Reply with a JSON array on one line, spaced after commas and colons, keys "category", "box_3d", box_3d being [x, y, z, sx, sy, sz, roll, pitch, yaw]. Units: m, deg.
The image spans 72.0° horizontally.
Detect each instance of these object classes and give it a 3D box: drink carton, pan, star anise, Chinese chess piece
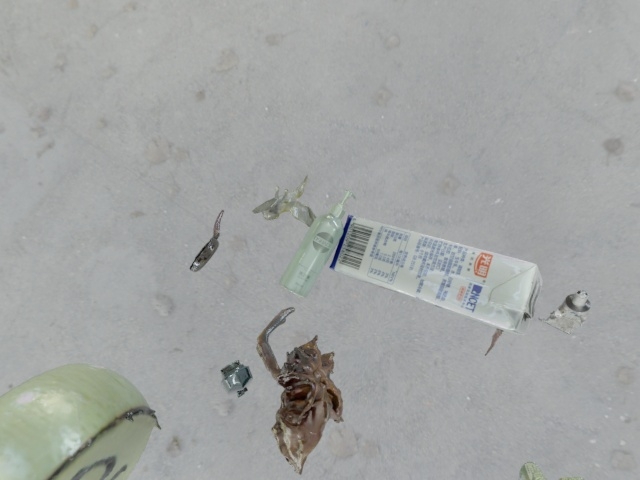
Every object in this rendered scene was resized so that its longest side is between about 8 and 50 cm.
[{"category": "drink carton", "box_3d": [0.185, 0.052, 0.724, 0.315, 0.131, 0.106, 17, 86, 33]}, {"category": "pan", "box_3d": [-0.311, 0.002, 1.260, 0.040, 0.115, 0.211, 33, 56, -20]}, {"category": "star anise", "box_3d": [-0.041, 0.281, 0.912, 0.148, 0.237, 0.346, -28, 51, 12]}, {"category": "Chinese chess piece", "box_3d": [-0.404, 0.354, 0.641, 0.147, 0.349, 0.349, 31, 83, 12]}]

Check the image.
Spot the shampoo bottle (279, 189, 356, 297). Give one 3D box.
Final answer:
[{"category": "shampoo bottle", "box_3d": [0.000, 0.000, 0.741, 0.056, 0.056, 0.195, 29, 91, 12]}]

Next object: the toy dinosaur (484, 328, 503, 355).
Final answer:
[{"category": "toy dinosaur", "box_3d": [0.424, 0.172, 1.006, 0.032, 0.108, 0.220, 30, 74, 6]}]

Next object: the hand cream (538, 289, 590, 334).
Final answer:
[{"category": "hand cream", "box_3d": [0.598, 0.182, 1.069, 0.084, 0.257, 0.050, 22, 70, 21]}]

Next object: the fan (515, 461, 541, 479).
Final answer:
[{"category": "fan", "box_3d": [0.488, 0.563, 1.032, 0.080, 0.003, 0.060, -42, 72, -10]}]

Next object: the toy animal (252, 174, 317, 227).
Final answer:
[{"category": "toy animal", "box_3d": [-0.079, -0.109, 1.146, 0.219, 0.095, 0.155, 26, 92, 28]}]

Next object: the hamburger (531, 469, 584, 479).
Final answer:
[{"category": "hamburger", "box_3d": [0.247, 0.294, 0.420, 0.054, 0.121, 0.084, -3, 99, 2]}]

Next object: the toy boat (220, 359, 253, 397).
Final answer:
[{"category": "toy boat", "box_3d": [-0.147, 0.239, 0.768, 0.055, 0.141, 0.060, -26, 75, -19]}]
